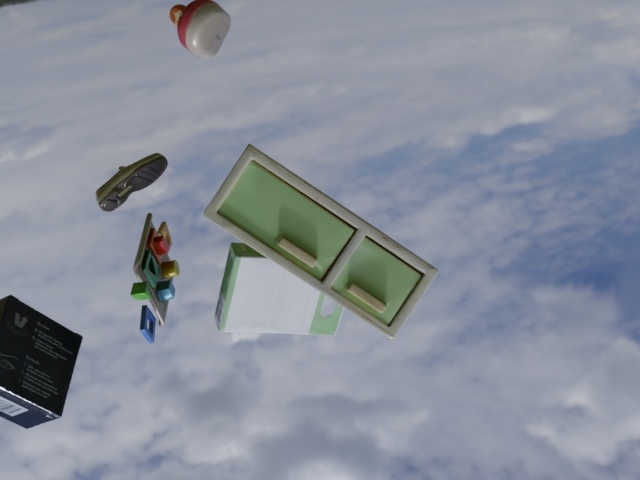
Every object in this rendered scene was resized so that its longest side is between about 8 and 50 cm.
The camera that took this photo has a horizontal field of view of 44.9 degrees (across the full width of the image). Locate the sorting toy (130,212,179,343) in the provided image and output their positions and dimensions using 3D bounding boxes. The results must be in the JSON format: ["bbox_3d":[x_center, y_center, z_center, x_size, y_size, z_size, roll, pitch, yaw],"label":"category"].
[{"bbox_3d":[-0.352,0.062,1.707,0.047,0.196,0.347,-8,-141,5],"label":"sorting toy"}]

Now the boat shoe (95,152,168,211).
[{"bbox_3d":[-0.442,-0.149,1.783,0.190,0.068,0.072,-34,-124,-1],"label":"boat shoe"}]

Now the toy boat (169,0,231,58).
[{"bbox_3d":[-0.348,-0.599,2.135,0.151,0.151,0.231,29,-173,1],"label":"toy boat"}]

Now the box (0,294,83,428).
[{"bbox_3d":[-0.493,0.201,1.267,0.093,0.156,0.158,-22,-135,29],"label":"box"}]

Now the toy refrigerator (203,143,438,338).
[{"bbox_3d":[0.000,0.000,0.937,0.269,0.102,0.094,34,-178,-5],"label":"toy refrigerator"}]

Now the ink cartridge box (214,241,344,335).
[{"bbox_3d":[-0.067,0.095,1.450,0.235,0.171,0.056,4,-151,-22],"label":"ink cartridge box"}]
